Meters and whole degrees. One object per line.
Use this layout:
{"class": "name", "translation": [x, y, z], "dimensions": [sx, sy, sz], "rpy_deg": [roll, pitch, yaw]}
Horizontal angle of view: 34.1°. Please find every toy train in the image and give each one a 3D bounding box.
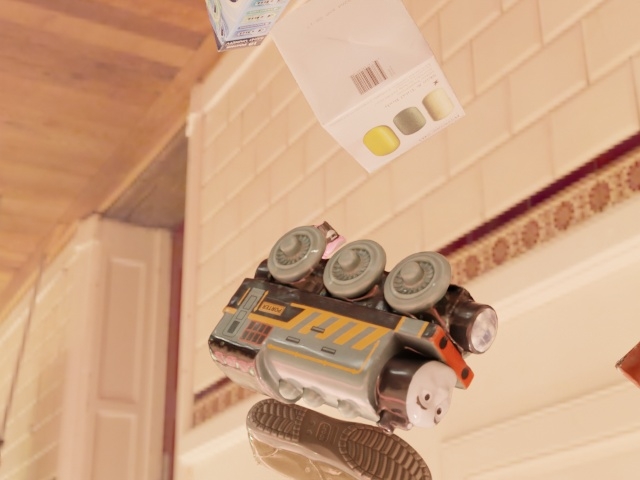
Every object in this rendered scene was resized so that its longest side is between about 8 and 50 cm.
{"class": "toy train", "translation": [0.030, 0.102, 1.146], "dimensions": [0.334, 0.190, 0.142], "rpy_deg": [12, 151, 42]}

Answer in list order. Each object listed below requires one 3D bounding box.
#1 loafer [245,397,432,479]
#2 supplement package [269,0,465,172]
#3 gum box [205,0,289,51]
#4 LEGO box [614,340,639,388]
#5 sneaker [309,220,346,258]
{"class": "loafer", "translation": [0.021, 0.280, 1.326], "dimensions": [0.251, 0.094, 0.087], "rpy_deg": [22, 128, 10]}
{"class": "supplement package", "translation": [0.082, -0.270, 1.677], "dimensions": [0.199, 0.198, 0.263], "rpy_deg": [-31, 160, 10]}
{"class": "gum box", "translation": [-0.060, -0.246, 0.776], "dimensions": [0.041, 0.157, 0.184], "rpy_deg": [-13, 175, -17]}
{"class": "LEGO box", "translation": [0.552, 0.219, 0.908], "dimensions": [0.193, 0.500, 0.372], "rpy_deg": [-52, 147, 12]}
{"class": "sneaker", "translation": [0.000, 0.000, 1.667], "dimensions": [0.047, 0.057, 0.119], "rpy_deg": [-40, 179, -24]}
